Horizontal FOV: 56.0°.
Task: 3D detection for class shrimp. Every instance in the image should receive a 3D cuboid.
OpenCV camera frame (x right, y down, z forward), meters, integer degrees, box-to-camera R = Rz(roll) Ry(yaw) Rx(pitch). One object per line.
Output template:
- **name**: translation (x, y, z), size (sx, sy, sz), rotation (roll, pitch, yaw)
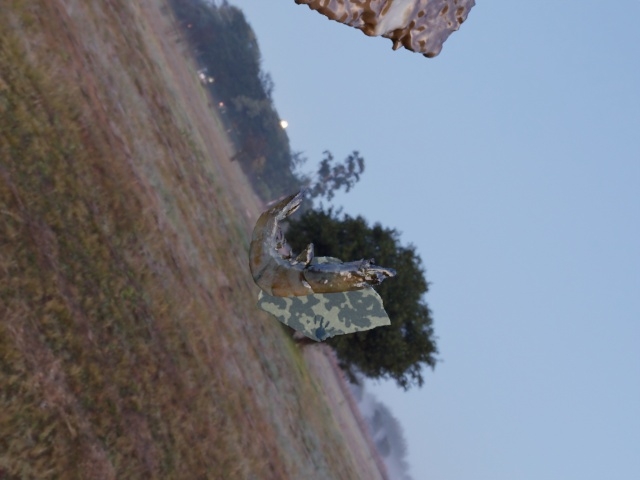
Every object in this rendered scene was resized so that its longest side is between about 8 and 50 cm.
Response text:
- **shrimp**: translation (0.000, 0.001, 0.806), size (0.035, 0.195, 0.148), rotation (79, 8, -71)

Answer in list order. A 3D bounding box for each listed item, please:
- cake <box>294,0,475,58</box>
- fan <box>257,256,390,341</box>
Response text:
- **cake**: translation (0.026, -0.208, 0.366), size (0.134, 0.147, 0.135), rotation (-56, -139, 26)
- **fan**: translation (-0.002, 0.087, 0.898), size (0.240, 0.009, 0.131), rotation (3, -80, 34)
